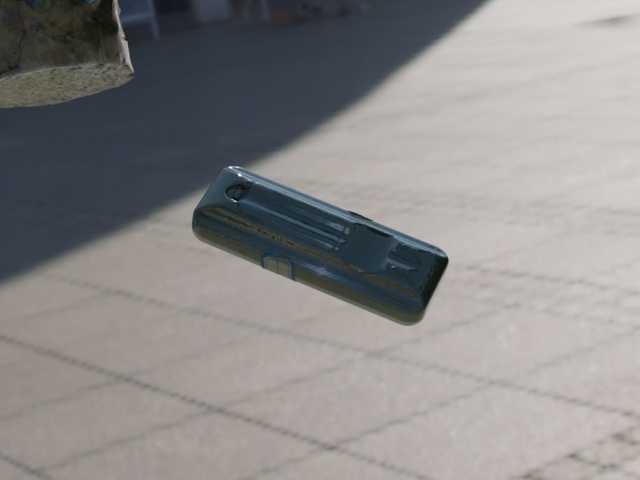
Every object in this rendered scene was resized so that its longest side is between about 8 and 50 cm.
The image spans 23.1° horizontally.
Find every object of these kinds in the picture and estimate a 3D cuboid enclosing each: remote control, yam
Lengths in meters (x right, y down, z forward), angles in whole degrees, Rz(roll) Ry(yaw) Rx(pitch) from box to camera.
[{"bbox_3d":[0.000,0.000,2.065,0.335,0.066,0.128,22,49,10],"label":"remote control"},{"bbox_3d":[-0.324,-0.301,1.605,0.241,0.348,0.241,-8,10,1],"label":"yam"}]
